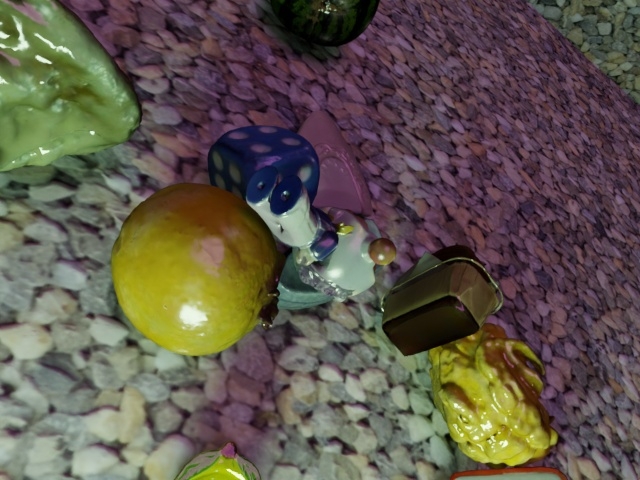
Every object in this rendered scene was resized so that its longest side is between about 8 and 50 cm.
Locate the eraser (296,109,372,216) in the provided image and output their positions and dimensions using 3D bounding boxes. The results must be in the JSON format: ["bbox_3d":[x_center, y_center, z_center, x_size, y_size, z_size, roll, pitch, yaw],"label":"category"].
[{"bbox_3d":[0.011,-0.173,0.863,0.204,0.059,0.244,3,71,-29],"label":"eraser"}]

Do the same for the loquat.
[{"bbox_3d":[-0.159,0.040,0.562,0.243,0.244,0.244,13,62,-25],"label":"loquat"}]

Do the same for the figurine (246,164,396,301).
[{"bbox_3d":[0.007,0.002,0.574,0.193,0.274,0.133,25,81,12],"label":"figurine"}]

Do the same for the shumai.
[{"bbox_3d":[-0.451,-0.156,0.464,0.397,0.324,0.324,26,71,-11],"label":"shumai"}]

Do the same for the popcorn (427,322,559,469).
[{"bbox_3d":[0.294,0.262,0.726,0.189,0.250,0.250,-23,78,0],"label":"popcorn"}]

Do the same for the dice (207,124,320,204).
[{"bbox_3d":[-0.097,-0.110,0.692,0.146,0.143,0.146,-26,46,-36],"label":"dice"}]

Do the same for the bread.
[{"bbox_3d":[0.215,0.098,0.758,0.142,0.224,0.212,50,38,-8],"label":"bread"}]

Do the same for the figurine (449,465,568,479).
[{"bbox_3d":[0.347,0.490,0.668,0.226,0.183,0.160,46,36,-37],"label":"figurine"}]

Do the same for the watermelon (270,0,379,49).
[{"bbox_3d":[0.008,-0.595,0.948,0.268,0.269,0.269,13,62,-25],"label":"watermelon"}]

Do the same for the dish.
[{"bbox_3d":[-0.146,0.362,0.507,0.148,0.080,0.208,23,59,-15],"label":"dish"}]

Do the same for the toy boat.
[{"bbox_3d":[0.011,0.045,0.751,0.282,0.078,0.127,-21,82,-37],"label":"toy boat"}]
